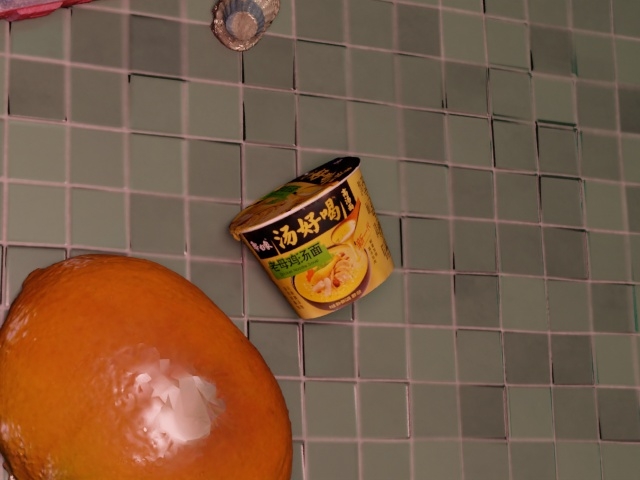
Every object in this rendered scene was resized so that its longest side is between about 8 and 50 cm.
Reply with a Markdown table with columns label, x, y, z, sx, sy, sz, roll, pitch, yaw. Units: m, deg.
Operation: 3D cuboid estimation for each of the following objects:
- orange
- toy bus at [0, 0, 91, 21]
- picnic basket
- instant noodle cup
| label | x | y | z | sx | sy | sz | roll | pitch | yaw |
| --- | --- | --- | --- | --- | --- | --- | --- | --- | --- |
| orange | -0.159 | 0.174 | 1.345 | 0.274 | 0.274 | 0.310 | -34 | 125 | -28 |
| toy bus | -0.257 | -0.268 | 1.409 | 0.192 | 0.065 | 0.077 | -17 | 94 | -28 |
| picnic basket | -0.080 | -0.242 | 1.495 | 0.065 | 0.083 | 0.083 | 30 | 29 | -11 |
| instant noodle cup | 0.000 | 0.000 | 1.436 | 0.151 | 0.151 | 0.122 | -35 | 102 | -28 |
